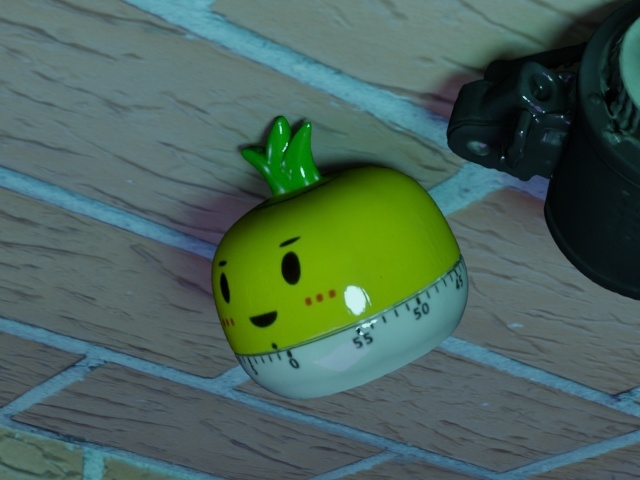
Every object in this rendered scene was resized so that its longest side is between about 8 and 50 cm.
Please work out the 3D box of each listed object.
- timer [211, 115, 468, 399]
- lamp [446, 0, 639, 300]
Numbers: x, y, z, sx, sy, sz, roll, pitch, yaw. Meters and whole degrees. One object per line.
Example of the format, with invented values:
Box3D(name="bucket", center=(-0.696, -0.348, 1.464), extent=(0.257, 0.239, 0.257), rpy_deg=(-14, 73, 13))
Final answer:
Box3D(name="timer", center=(0.000, 0.000, 1.438), extent=(0.285, 0.285, 0.285), rpy_deg=(3, 153, 2))
Box3D(name="lamp", center=(0.321, -0.079, 1.215), extent=(0.374, 0.205, 0.272), rpy_deg=(23, 154, -11))
